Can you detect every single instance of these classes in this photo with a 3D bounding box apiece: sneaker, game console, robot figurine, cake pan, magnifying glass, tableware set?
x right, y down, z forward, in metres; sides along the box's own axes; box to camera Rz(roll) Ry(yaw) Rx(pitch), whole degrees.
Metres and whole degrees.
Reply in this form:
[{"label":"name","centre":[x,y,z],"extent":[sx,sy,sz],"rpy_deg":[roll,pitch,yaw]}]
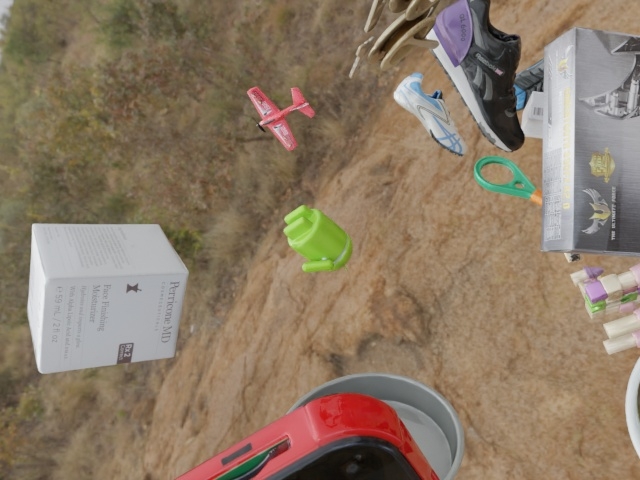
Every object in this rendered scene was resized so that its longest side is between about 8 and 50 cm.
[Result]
[{"label":"sneaker","centre":[0.683,-0.496,1.656],"extent":[0.341,0.125,0.139],"rpy_deg":[-20,16,27]},{"label":"game console","centre":[-0.041,0.346,0.574],"extent":[0.387,0.342,0.060],"rpy_deg":[-30,29,3]},{"label":"robot figurine","centre":[0.000,0.000,0.819],"extent":[0.067,0.115,0.101],"rpy_deg":[-34,36,27]},{"label":"cake pan","centre":[0.075,0.322,0.889],"extent":[0.293,0.293,0.054],"rpy_deg":[40,145,57]},{"label":"magnifying glass","centre":[0.432,-0.110,1.219],"extent":[0.231,0.092,0.026],"rpy_deg":[35,152,27]},{"label":"tableware set","centre":[0.099,-0.220,0.561],"extent":[0.128,0.039,0.194],"rpy_deg":[-40,-3,-9]},{"label":"sneaker","centre":[0.299,-0.280,0.975],"extent":[0.124,0.283,0.107],"rpy_deg":[-28,25,30]},{"label":"sneaker","centre":[0.263,-0.276,1.279],"extent":[0.086,0.237,0.085],"rpy_deg":[-44,29,13]}]

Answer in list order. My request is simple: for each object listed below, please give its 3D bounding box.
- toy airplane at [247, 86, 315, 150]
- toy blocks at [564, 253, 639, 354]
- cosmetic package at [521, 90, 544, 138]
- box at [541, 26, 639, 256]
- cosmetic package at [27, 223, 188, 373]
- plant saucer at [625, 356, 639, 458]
[{"label":"toy airplane","centre":[-0.076,-0.255,1.138],"extent":[0.151,0.151,0.028],"rpy_deg":[-40,15,47]},{"label":"toy blocks","centre":[0.858,0.116,1.565],"extent":[0.260,0.288,0.309],"rpy_deg":[-24,61,16]},{"label":"cosmetic package","centre":[0.511,-0.226,1.078],"extent":[0.099,0.239,0.060],"rpy_deg":[53,-133,-76]},{"label":"box","centre":[0.332,-0.097,0.611],"extent":[0.056,0.183,0.231],"rpy_deg":[167,107,-76]},{"label":"cosmetic package","centre":[-0.306,0.074,0.813],"extent":[0.151,0.184,0.151],"rpy_deg":[45,127,48]},{"label":"plant saucer","centre":[0.766,0.311,1.006],"extent":[0.400,0.100,0.400],"rpy_deg":[-31,42,32]}]
